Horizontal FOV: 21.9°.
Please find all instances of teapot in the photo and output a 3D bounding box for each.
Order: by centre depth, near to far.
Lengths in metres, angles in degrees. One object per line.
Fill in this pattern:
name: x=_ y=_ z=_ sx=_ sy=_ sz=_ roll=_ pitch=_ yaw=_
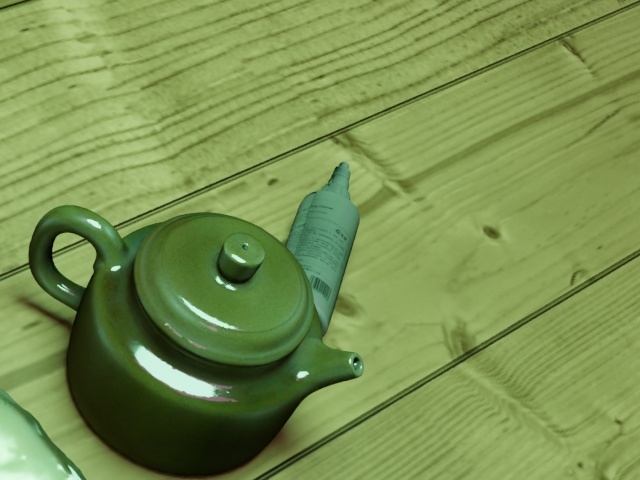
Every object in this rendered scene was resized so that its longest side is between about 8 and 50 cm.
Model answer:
teapot: x=-0.096 y=0.052 z=1.246 sx=0.268 sy=0.175 sz=0.185 roll=28 pitch=43 yaw=-2

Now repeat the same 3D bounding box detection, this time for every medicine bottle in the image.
medicine bottle: x=0.000 y=0.000 z=1.418 sx=0.058 sy=0.057 sz=0.199 roll=23 pitch=45 yaw=-7

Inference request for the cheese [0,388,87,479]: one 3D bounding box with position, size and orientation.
cheese: x=-0.249 y=0.214 z=1.063 sx=0.233 sy=0.127 sz=0.266 roll=-31 pitch=67 yaw=-38
